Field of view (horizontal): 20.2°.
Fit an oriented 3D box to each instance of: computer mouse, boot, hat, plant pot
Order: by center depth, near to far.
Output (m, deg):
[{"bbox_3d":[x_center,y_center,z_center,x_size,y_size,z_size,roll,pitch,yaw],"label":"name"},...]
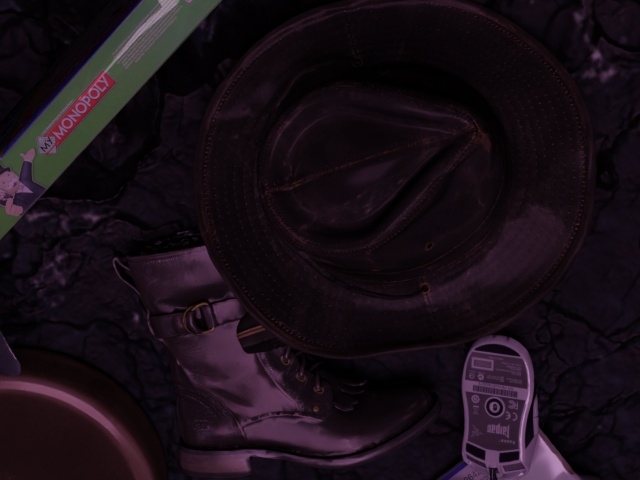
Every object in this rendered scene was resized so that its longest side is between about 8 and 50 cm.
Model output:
[{"bbox_3d":[0.050,-0.063,1.410,0.331,0.134,0.331,-1,82,8],"label":"hat"},{"bbox_3d":[0.000,0.000,1.515,0.198,0.077,0.137,-25,81,-5],"label":"boot"},{"bbox_3d":[-0.036,0.084,1.573,0.263,0.091,0.229,-9,105,0],"label":"boot"},{"bbox_3d":[-0.276,0.259,1.586,0.263,0.229,0.263,1,113,2],"label":"plant pot"},{"bbox_3d":[0.163,0.176,1.607,0.106,0.042,0.193,9,102,25],"label":"computer mouse"}]

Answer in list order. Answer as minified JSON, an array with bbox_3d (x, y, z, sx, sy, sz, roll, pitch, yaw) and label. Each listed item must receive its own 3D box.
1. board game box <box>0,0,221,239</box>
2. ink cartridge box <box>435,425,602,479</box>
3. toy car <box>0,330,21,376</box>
[{"bbox_3d":[-0.166,-0.142,1.408,0.046,0.213,0.317,41,110,-13],"label":"board game box"},{"bbox_3d":[0.180,0.363,1.668,0.303,0.072,0.307,-40,78,19],"label":"ink cartridge box"},{"bbox_3d":[-0.332,0.046,1.541,0.155,0.149,0.188,-5,118,18],"label":"toy car"}]
